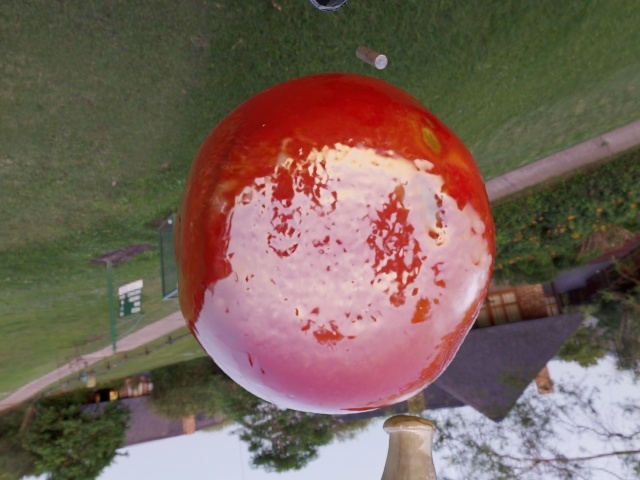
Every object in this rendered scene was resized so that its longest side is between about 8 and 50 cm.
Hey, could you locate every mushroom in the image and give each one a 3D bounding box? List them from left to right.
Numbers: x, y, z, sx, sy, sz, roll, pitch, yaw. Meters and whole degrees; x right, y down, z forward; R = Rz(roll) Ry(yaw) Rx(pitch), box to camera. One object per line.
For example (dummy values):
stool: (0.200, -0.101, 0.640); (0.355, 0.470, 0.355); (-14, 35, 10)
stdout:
mushroom: (0.118, 0.382, 0.676); (0.108, 0.247, 0.096); (11, 154, 16)

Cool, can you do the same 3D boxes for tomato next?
tomato: (0.000, 0.000, 0.491); (0.289, 0.325, 0.293); (3, -173, -19)

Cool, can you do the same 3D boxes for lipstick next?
lipstick: (0.069, -0.253, 0.648); (0.019, 0.019, 0.094); (-6, -151, -11)

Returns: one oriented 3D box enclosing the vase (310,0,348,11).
vase: (0.010, -0.375, 0.616); (0.059, 0.167, 0.059); (-1, 147, 0)
